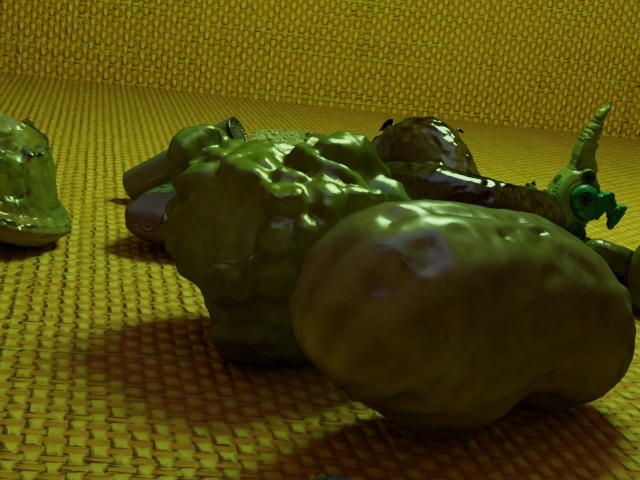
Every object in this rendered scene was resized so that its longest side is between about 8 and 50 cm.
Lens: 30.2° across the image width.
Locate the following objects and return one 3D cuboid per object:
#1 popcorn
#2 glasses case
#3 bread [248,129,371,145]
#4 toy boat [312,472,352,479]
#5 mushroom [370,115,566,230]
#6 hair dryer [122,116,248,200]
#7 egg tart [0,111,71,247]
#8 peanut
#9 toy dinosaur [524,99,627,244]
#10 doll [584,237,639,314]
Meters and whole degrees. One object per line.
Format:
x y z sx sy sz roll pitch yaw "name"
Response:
-0.028 -0.006 1.130 0.241 0.235 0.250 28 13 -48 "popcorn"
-0.150 -0.042 1.561 0.123 0.076 0.316 10 12 14 "glasses case"
0.001 -0.081 1.947 0.240 0.135 0.178 10 -21 15 "bread"
0.060 0.183 0.788 0.122 0.034 0.096 12 10 -23 "toy boat"
0.141 -0.025 1.374 0.263 0.195 0.283 8 26 -37 "mushroom"
-0.154 -0.085 1.764 0.195 0.054 0.220 -24 -31 21 "hair dryer"
-0.419 -0.093 1.406 0.290 0.115 0.290 24 13 -6 "egg tart"
0.134 0.069 0.972 0.387 0.192 0.169 7 12 -43 "peanut"
0.351 -0.064 1.629 0.153 0.259 0.094 32 7 -19 "toy dinosaur"
0.380 0.050 1.480 0.209 0.097 0.137 -2 -30 44 "doll"
